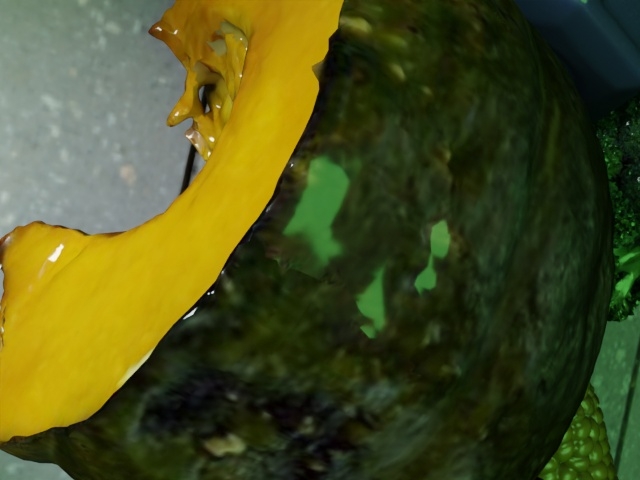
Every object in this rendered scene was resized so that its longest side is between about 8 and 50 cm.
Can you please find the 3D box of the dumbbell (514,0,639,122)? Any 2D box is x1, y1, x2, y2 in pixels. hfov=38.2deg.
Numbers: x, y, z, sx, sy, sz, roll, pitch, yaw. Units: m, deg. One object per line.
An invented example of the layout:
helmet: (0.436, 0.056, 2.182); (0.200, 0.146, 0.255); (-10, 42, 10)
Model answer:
dumbbell: (0.203, -0.244, 0.625); (0.144, 0.160, 0.324); (28, 78, 0)

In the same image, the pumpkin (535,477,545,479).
pumpkin: (0.084, 0.240, 0.540); (0.221, 0.162, 0.220); (0, 89, -12)

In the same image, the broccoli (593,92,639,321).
broccoli: (0.245, -0.027, 0.673); (0.195, 0.156, 0.195); (-52, 161, -27)

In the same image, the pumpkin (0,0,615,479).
pumpkin: (0.000, 0.000, 0.450); (0.225, 0.256, 0.303); (28, 95, -35)

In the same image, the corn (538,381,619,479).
corn: (0.166, 0.195, 0.665); (0.115, 0.115, 0.317); (-18, 103, -31)
